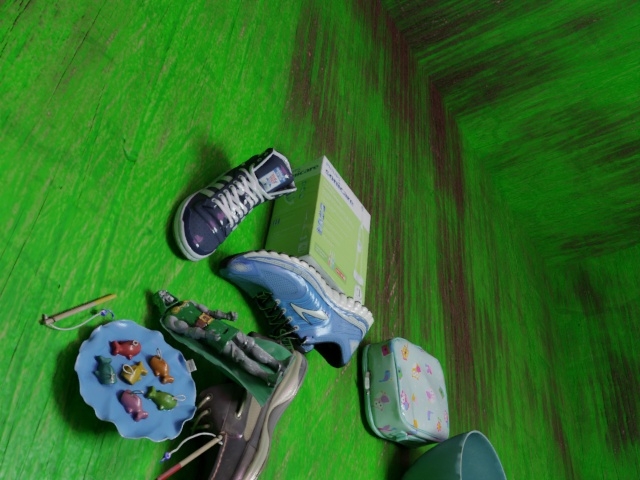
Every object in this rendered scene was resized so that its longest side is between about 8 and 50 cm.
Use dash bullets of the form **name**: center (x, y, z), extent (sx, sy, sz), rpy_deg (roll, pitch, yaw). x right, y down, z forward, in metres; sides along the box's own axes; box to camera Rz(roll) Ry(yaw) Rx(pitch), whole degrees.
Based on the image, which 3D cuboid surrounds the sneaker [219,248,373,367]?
- **sneaker**: center (-0.048, 0.130, 1.285), extent (0.330, 0.130, 0.147), rpy_deg (34, 64, -25)

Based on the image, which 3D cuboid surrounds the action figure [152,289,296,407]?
- **action figure**: center (-0.155, 0.143, 1.064), extent (0.232, 0.063, 0.137), rpy_deg (29, 25, 6)

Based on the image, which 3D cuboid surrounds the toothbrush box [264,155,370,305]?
- **toothbrush box**: center (0.000, 0.000, 1.478), extent (0.206, 0.122, 0.283), rpy_deg (49, 35, -36)

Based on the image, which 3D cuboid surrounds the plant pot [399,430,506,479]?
- **plant pot**: center (0.273, 0.572, 1.525), extent (0.290, 0.196, 0.290), rpy_deg (39, 41, -45)

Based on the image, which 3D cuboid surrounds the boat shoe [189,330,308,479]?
- **boat shoe**: center (-0.141, 0.279, 1.071), extent (0.130, 0.132, 0.355), rpy_deg (37, 38, -6)

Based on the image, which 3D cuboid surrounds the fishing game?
- **fishing game**: center (-0.235, 0.181, 0.945), extent (0.264, 0.041, 0.189), rpy_deg (53, 27, 11)

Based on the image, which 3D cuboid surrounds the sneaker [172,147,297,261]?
- **sneaker**: center (-0.140, -0.073, 1.234), extent (0.099, 0.153, 0.282), rpy_deg (60, 29, -19)

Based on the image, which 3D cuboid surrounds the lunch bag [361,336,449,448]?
- **lunch bag**: center (0.194, 0.356, 1.616), extent (0.279, 0.108, 0.224), rpy_deg (34, 47, -48)
